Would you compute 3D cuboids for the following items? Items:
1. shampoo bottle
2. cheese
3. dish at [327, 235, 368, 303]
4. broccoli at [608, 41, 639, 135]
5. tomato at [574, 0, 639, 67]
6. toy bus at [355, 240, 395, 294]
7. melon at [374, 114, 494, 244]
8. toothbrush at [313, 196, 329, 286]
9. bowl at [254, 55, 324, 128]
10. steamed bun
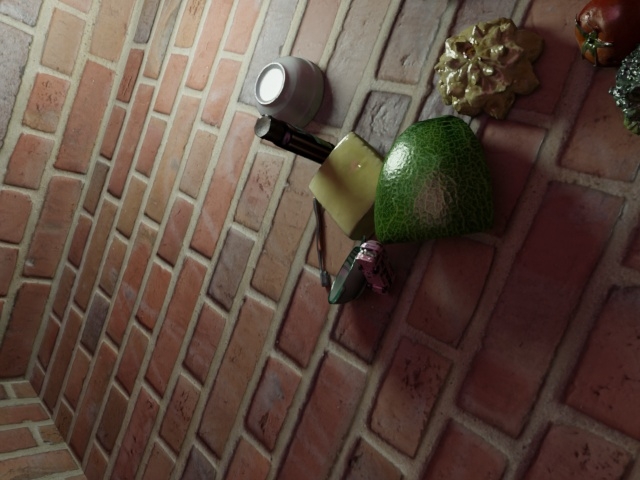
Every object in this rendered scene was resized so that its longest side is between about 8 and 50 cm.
[{"bbox_3d":[-0.074,-0.325,1.575,0.129,0.323,0.084,48,112,36],"label":"shampoo bottle"},{"bbox_3d":[0.114,-0.170,1.525,0.242,0.124,0.265,-49,56,18],"label":"cheese"},{"bbox_3d":[0.106,0.108,1.471,0.078,0.224,0.246,27,125,-3],"label":"dish"},{"bbox_3d":[0.753,-0.299,1.011,0.275,0.177,0.198,41,103,23],"label":"broccoli"},{"bbox_3d":[0.675,-0.493,1.104,0.167,0.167,0.167,-8,77,39],"label":"tomato"},{"bbox_3d":[0.162,0.081,1.388,0.063,0.203,0.090,14,64,30],"label":"toy bus"},{"bbox_3d":[0.305,-0.172,1.320,0.331,0.226,0.343,-11,86,41],"label":"melon"},{"bbox_3d":[-0.002,0.001,1.654,0.031,0.023,0.320,-17,73,29],"label":"toothbrush"},{"bbox_3d":[-0.138,-0.555,1.789,0.287,0.144,0.286,-7,78,38],"label":"bowl"},{"bbox_3d":[0.444,-0.472,1.298,0.292,0.137,0.295,-13,72,34],"label":"steamed bun"}]
